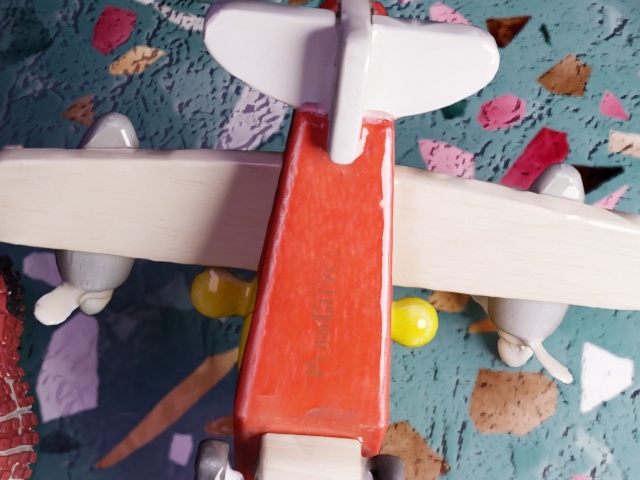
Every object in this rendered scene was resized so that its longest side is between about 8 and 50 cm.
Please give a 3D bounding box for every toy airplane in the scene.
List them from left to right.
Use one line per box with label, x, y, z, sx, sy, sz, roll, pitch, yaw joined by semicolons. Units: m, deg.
toy airplane;0.000;0.000;1.135;0.384;0.272;0.386;-39;97;4

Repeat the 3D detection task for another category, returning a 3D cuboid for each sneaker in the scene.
sneaker;-0.278;0.115;1.243;0.093;0.088;0.225;-19;60;23

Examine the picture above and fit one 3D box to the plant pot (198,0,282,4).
plant pot;-0.080;-0.340;1.334;0.272;0.271;0.255;18;83;18
